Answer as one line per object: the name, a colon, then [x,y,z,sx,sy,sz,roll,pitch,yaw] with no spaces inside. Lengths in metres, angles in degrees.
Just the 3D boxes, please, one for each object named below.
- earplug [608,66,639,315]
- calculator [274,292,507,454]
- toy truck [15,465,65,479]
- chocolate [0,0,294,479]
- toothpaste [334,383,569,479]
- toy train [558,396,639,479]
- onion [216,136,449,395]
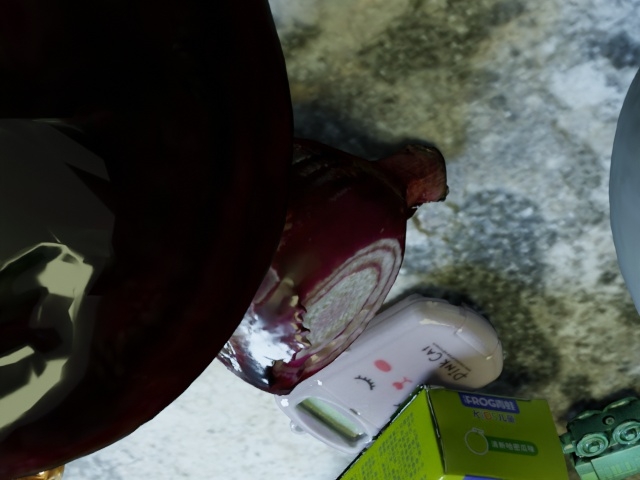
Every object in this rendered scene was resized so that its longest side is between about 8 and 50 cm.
earplug: [0.349,0.006,1.033,0.312,0.312,0.394,-29,128,22]
calculator: [0.047,0.096,1.283,0.175,0.032,0.100,-32,129,25]
toy truck: [-0.249,0.159,1.262,0.135,0.114,0.270,11,133,-11]
chocolate: [-0.177,-0.034,0.842,0.383,0.331,0.384,-6,110,-17]
toothpaste: [0.051,0.228,1.358,0.110,0.077,0.327,11,138,-28]
toy train: [0.251,0.137,1.339,0.148,0.038,0.071,-19,136,13]
onion: [-0.012,-0.010,1.122,0.135,0.198,0.173,39,150,12]
